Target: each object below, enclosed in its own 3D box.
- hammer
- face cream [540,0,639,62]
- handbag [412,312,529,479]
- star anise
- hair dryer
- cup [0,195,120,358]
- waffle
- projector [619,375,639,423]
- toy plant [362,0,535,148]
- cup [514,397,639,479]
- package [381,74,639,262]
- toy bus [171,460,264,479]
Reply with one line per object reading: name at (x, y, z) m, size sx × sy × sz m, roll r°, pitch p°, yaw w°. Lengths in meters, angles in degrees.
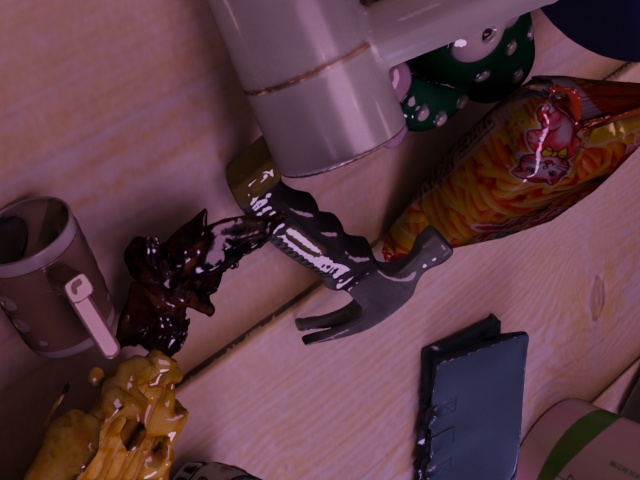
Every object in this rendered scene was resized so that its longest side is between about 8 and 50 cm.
hammer at (0.000, 0.000, 0.957) m, size 0.159 × 0.041 × 0.226 m, roll -40°, pitch 129°, yaw 9°
face cream at (0.342, -0.315, 1.021) m, size 0.225 × 0.249 × 0.249 m, roll -29°, pitch 128°, yaw -35°
handbag at (0.169, 0.206, 1.257) m, size 0.144 × 0.057 × 0.221 m, roll -17°, pitch 121°, yaw -35°
star anise at (-0.100, 0.022, 0.854) m, size 0.157 × 0.053 × 0.212 m, roll -37°, pitch 161°, yaw -35°
hair dryer at (0.103, -0.190, 0.811) m, size 0.357 × 0.107 × 0.173 m, roll -21°, pitch 109°, yaw 3°
cup at (-0.180, 0.030, 0.769) m, size 0.074 × 0.102 × 0.099 m, roll -61°, pitch 146°, yaw -40°
waffle at (-0.184, 0.216, 0.819) m, size 0.262 × 0.060 × 0.280 m, roll -49°, pitch 163°, yaw -48°
projector at (0.571, 0.232, 1.643) m, size 0.250 × 0.108 × 0.198 m, roll 35°, pitch 82°, yaw -48°
toy plant at (0.120, -0.206, 0.951) m, size 0.232 × 0.112 × 0.243 m, roll -39°, pitch 143°, yaw -26°
cup at (0.398, 0.346, 1.398) m, size 0.253 × 0.274 × 0.253 m, roll -21°, pitch 122°, yaw -37°
package at (0.200, -0.075, 1.057) m, size 0.223 × 0.108 × 0.288 m, roll -10°, pitch 159°, yaw -40°
toy bus at (-0.121, 0.282, 0.964) m, size 0.087 × 0.089 × 0.194 m, roll 38°, pitch 81°, yaw -47°
